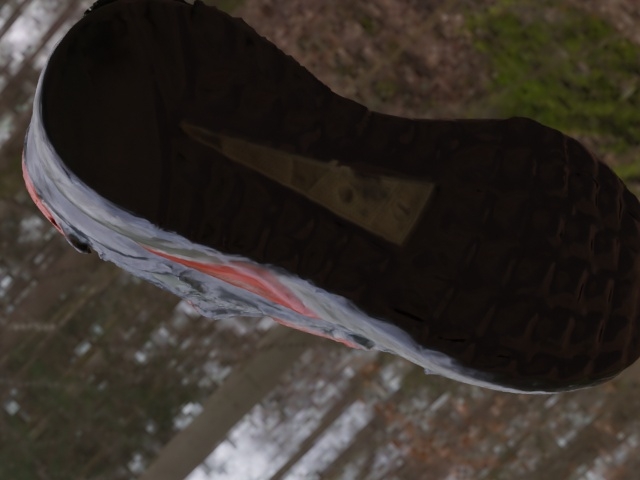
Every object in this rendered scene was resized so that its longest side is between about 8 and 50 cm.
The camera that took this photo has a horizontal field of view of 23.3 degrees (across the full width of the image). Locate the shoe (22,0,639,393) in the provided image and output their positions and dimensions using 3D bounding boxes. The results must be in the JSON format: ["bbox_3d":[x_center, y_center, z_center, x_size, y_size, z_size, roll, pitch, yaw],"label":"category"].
[{"bbox_3d":[0.000,0.000,0.759,0.336,0.171,0.132,19,-110,-24],"label":"shoe"}]
